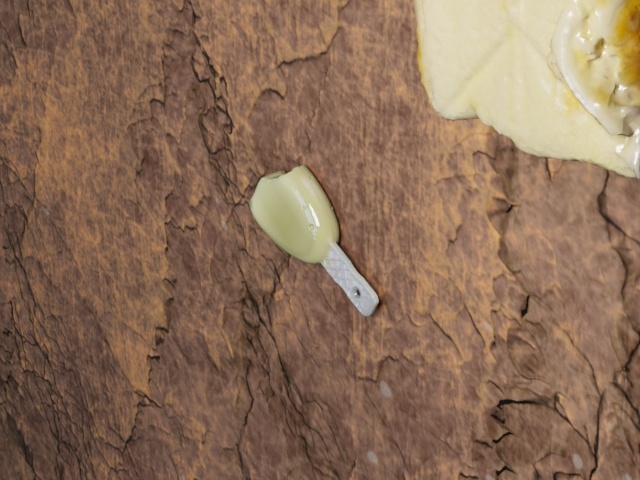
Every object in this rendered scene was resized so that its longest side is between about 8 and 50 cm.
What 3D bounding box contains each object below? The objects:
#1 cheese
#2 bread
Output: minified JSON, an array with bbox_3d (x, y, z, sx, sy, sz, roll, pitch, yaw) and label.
[{"bbox_3d":[0.000,0.000,2.346,0.255,0.050,0.127,50,135,25],"label":"cheese"},{"bbox_3d":[0.290,-0.298,1.599,0.279,0.371,0.390,18,121,45],"label":"bread"}]
